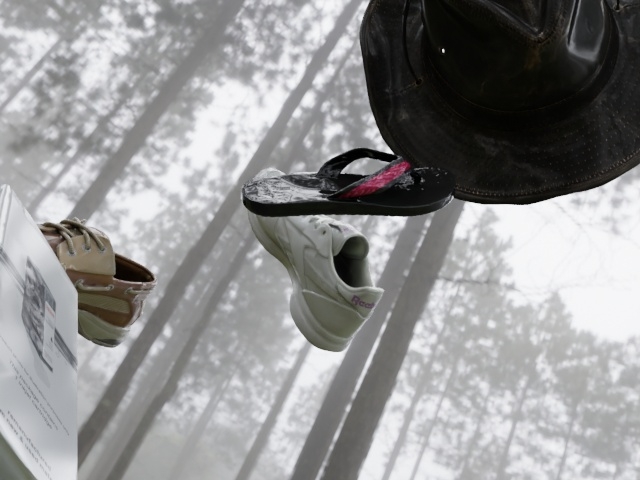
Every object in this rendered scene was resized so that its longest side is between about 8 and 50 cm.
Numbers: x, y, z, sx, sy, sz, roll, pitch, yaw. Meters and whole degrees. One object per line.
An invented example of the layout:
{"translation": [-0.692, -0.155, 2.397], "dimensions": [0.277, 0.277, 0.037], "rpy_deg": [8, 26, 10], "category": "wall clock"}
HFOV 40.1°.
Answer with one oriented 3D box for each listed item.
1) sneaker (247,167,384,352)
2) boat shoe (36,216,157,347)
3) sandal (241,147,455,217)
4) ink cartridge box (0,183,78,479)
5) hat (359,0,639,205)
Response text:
{"translation": [0.000, 0.000, 1.229], "dimensions": [0.114, 0.305, 0.152], "rpy_deg": [4, -43, -43], "category": "sneaker"}
{"translation": [-0.297, 0.023, 0.998], "dimensions": [0.123, 0.116, 0.324], "rpy_deg": [43, 0, 25], "category": "boat shoe"}
{"translation": [0.028, -0.046, 0.668], "dimensions": [0.179, 0.067, 0.040], "rpy_deg": [-4, -64, -23], "category": "sandal"}
{"translation": [-0.262, 0.095, 0.539], "dimensions": [0.197, 0.273, 0.114], "rpy_deg": [-24, -62, -4], "category": "ink cartridge box"}
{"translation": [0.177, -0.203, 0.777], "dimensions": [0.331, 0.331, 0.134], "rpy_deg": [15, -20, 18], "category": "hat"}
